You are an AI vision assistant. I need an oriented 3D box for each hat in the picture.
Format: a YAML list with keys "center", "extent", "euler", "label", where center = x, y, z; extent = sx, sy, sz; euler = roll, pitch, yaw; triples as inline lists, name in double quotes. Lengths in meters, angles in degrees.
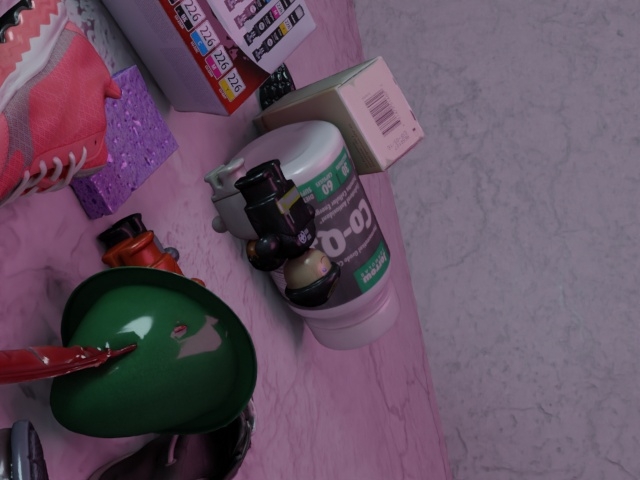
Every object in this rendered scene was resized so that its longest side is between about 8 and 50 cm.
- center: [-0.173, 0.130, 0.504]
  extent: [0.183, 0.209, 0.172]
  euler: [-61, 153, -65]
  label: "hat"

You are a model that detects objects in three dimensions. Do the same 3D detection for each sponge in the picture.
- center: [-0.232, -0.119, 0.755]
  extent: [0.210, 0.031, 0.117]
  euler: [-73, 143, -61]
  label: "sponge"

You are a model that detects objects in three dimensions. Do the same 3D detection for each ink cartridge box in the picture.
- center: [-0.146, -0.368, 0.853]
  extent: [0.271, 0.130, 0.309]
  euler: [-52, 133, -24]
  label: "ink cartridge box"

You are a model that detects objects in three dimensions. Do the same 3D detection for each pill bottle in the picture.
- center: [0.000, 0.000, 1.113]
  extent: [0.204, 0.204, 0.361]
  euler: [-82, 152, -54]
  label: "pill bottle"

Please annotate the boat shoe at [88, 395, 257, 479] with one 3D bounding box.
- center: [-0.118, 0.221, 0.707]
  extent: [0.335, 0.096, 0.112]
  euler: [-30, 104, -73]
  label: "boat shoe"

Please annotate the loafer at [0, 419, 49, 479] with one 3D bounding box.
- center: [-0.202, 0.267, 0.398]
  extent: [0.109, 0.095, 0.302]
  euler: [127, -48, -66]
  label: "loafer"

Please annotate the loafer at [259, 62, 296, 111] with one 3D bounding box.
- center: [-0.074, -0.254, 1.347]
  extent: [0.078, 0.076, 0.223]
  euler: [-40, 119, -78]
  label: "loafer"

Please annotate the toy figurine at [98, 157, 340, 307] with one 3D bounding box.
- center: [-0.107, 0.022, 0.680]
  extent: [0.148, 0.213, 0.209]
  euler: [63, -16, -17]
  label: "toy figurine"

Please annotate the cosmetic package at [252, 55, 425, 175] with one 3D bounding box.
- center: [0.021, -0.199, 1.169]
  extent: [0.113, 0.309, 0.160]
  euler: [-41, 108, -25]
  label: "cosmetic package"

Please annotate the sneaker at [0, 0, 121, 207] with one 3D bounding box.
- center: [-0.229, -0.085, 0.532]
  extent: [0.136, 0.116, 0.313]
  euler: [45, 31, -35]
  label: "sneaker"
